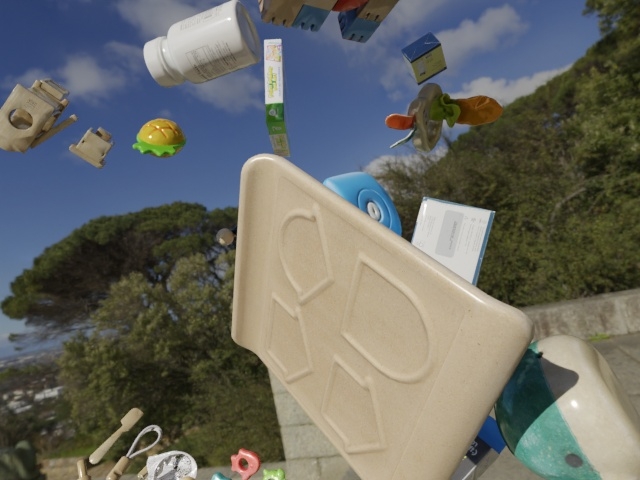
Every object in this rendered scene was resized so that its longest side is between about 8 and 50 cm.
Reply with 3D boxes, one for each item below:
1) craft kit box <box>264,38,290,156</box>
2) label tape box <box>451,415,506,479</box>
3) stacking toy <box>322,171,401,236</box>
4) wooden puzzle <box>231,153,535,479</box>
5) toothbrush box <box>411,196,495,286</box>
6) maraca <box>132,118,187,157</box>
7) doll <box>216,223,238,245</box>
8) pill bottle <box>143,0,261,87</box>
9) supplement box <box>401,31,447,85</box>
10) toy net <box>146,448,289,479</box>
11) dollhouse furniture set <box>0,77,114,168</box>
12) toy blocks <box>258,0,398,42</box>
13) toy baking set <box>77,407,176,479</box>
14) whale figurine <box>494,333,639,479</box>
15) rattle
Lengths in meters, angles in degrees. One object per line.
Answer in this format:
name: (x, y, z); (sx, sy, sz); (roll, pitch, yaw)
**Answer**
craft kit box: (-0.124, -0.405, 1.307); (0.061, 0.246, 0.250); (-5, -12, -1)
label tape box: (0.283, 0.496, 1.118); (0.348, 0.115, 0.249); (-32, 43, -24)
stacking toy: (0.000, 0.000, 0.913); (0.302, 0.175, 0.166); (-29, -7, 40)
wooden puzzle: (0.033, 0.102, 0.522); (0.081, 0.321, 0.348); (-23, 46, -40)
toothbrush box: (0.249, 0.047, 0.883); (0.126, 0.216, 0.295); (15, 1, 17)
maraca: (-0.429, -0.267, 1.193); (0.127, 0.099, 0.185); (5, 32, -7)
doll: (-0.141, -0.029, 1.000); (0.189, 0.046, 0.129); (-14, -12, -24)
pill bottle: (-0.257, -0.417, 0.971); (0.230, 0.131, 0.131); (-13, -5, 15)
supplement box: (0.259, -0.451, 1.108); (0.083, 0.056, 0.083); (-29, -36, 10)
toy net: (-0.155, 0.334, 0.600); (0.233, 0.121, 0.045); (11, -1, 23)
dollhouse furniture set: (-0.454, -0.189, 0.789); (0.101, 0.161, 0.182); (-51, 26, 7)
toy blocks: (-0.007, -0.412, 0.620); (0.382, 0.190, 0.261); (-2, -17, -29)
toy baking set: (-0.434, 0.514, 0.988); (0.197, 0.256, 0.030); (-17, -38, -29)
whale figurine: (0.311, 0.248, 0.527); (0.141, 0.272, 0.216); (-32, 8, 27)
rattle: (0.217, -0.204, 0.779); (0.143, 0.130, 0.200); (28, 25, 19)
